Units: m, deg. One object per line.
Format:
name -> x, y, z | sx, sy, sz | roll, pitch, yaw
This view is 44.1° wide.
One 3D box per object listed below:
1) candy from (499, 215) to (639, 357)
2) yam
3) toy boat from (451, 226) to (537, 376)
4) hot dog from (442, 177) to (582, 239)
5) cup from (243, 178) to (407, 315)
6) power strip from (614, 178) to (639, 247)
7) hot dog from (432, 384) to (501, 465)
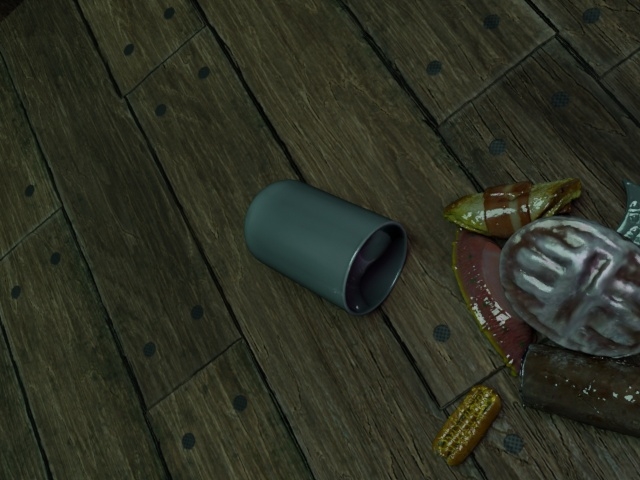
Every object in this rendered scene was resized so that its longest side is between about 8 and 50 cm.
candy -> 0.454, 0.076, 1.360 | 0.290, 0.157, 0.214 | 33, 107, 18
yam -> 0.473, 0.258, 1.334 | 0.280, 0.131, 0.131 | 10, 79, 39
toy boat -> 0.330, 0.095, 1.499 | 0.141, 0.099, 0.317 | -8, 64, -19
hot dog -> 0.369, -0.053, 1.517 | 0.262, 0.093, 0.123 | -6, 34, 26
cup -> 0.000, 0.000, 1.635 | 0.312, 0.205, 0.205 | 27, 88, 32
power strip -> 0.536, 0.001, 1.445 | 0.216, 0.044, 0.137 | -50, 60, 5
hot dog -> 0.275, 0.343, 1.474 | 0.071, 0.045, 0.165 | 38, 95, 33
